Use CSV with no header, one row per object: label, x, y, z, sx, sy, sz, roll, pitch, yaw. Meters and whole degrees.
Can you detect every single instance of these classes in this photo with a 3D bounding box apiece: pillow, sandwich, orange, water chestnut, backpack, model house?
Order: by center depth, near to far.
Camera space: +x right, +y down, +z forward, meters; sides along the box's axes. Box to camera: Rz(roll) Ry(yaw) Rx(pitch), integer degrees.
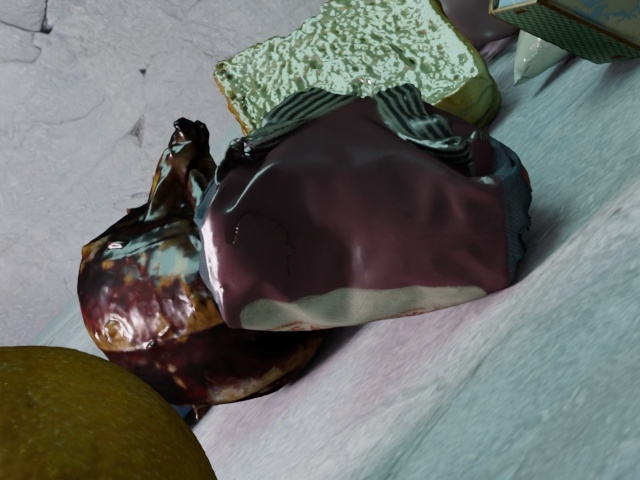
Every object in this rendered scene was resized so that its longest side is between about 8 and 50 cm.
orange,-0.206,0.239,1.377,0.322,0.322,0.357,-46,16,-4
backpack,0.045,-0.045,1.715,0.283,0.197,0.317,-2,17,6
model house,0.272,-0.266,1.824,0.206,0.178,0.271,-57,29,21
water chestnut,-0.110,0.019,1.939,0.300,0.300,0.300,-43,11,10
pillow,0.274,-0.266,2.082,0.144,0.078,0.254,-50,5,37
sandwich,0.043,-0.162,2.147,0.273,0.095,0.249,-32,53,3

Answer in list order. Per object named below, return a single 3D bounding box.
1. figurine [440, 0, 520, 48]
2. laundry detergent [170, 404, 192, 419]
figurine,0.168,-0.307,2.419,0.287,0.176,0.186,125,157,-58
laundry detergent,-0.216,0.216,2.110,0.290,0.094,0.143,-53,19,-22
